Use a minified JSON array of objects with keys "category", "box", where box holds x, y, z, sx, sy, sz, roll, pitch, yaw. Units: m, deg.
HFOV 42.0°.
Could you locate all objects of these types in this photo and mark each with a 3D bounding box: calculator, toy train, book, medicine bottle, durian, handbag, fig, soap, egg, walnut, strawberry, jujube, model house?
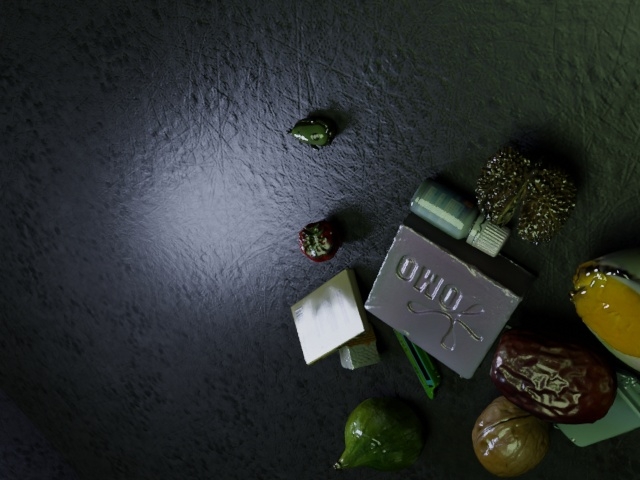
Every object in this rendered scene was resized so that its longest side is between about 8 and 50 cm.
[{"category":"calculator","box":[0.585,0.355,1.761,0.141,0.045,0.246,49,133,-2]},{"category":"toy train","box":[0.240,0.280,1.956,0.042,0.044,0.209,-16,109,39]},{"category":"book","box":[0.021,0.184,2.000,0.231,0.026,0.161,-37,61,43]},{"category":"medicine bottle","box":[0.282,-0.044,1.683,0.203,0.083,0.083,34,133,13]},{"category":"durian","box":[0.376,-0.088,1.525,0.196,0.167,0.196,15,160,6]},{"category":"handbag","box":[-0.019,-0.231,1.796,0.111,0.047,0.072,9,122,28]},{"category":"fig","box":[0.136,0.507,2.050,0.203,0.235,0.203,18,125,29]},{"category":"soap","box":[0.268,0.113,1.783,0.296,0.107,0.285,33,134,17]},{"category":"egg","box":[0.607,0.112,1.511,0.264,0.174,0.286,53,158,-5]},{"category":"walnut","box":[0.424,0.432,1.845,0.167,0.167,0.207,35,134,11]},{"category":"strawberry","box":[0.000,0.001,1.914,0.106,0.106,0.106,18,128,25]},{"category":"jujube","box":[0.466,0.271,1.669,0.243,0.183,0.183,19,129,13]},{"category":"model house","box":[0.090,0.254,2.027,0.100,0.087,0.100,157,100,-74]}]

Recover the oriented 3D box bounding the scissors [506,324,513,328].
[{"category":"scissors","box":[0.389,0.180,1.811,0.083,0.006,0.036,19,126,24]}]
